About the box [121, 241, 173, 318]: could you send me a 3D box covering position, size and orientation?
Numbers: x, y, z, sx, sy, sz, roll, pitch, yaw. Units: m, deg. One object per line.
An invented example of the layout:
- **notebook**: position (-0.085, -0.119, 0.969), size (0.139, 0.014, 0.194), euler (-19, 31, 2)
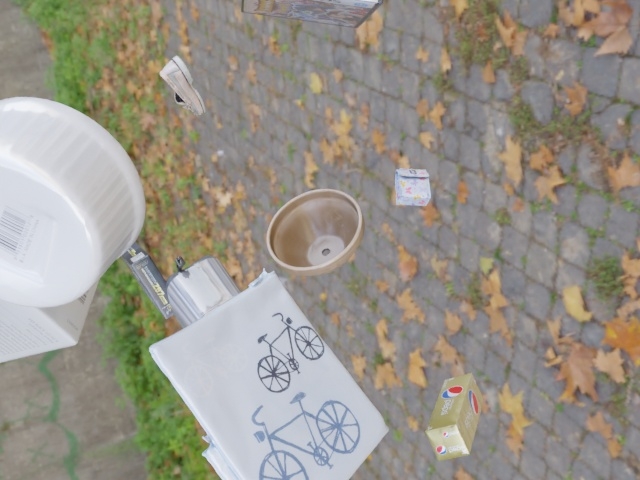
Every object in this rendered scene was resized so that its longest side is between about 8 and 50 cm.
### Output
- **box**: position (-0.472, 0.101, 2.075), size (0.183, 0.059, 0.233), euler (63, 164, -22)

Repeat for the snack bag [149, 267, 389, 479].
- **snack bag**: position (-0.069, 0.234, 1.131), size (0.037, 0.323, 0.342), euler (-39, 86, 36)

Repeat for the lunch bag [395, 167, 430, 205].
- **lunch bag**: position (0.200, -0.122, 1.655), size (0.053, 0.071, 0.083), euler (105, 167, -60)

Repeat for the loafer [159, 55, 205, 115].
- **loafer**: position (-0.207, -0.224, 1.127), size (0.045, 0.039, 0.125), euler (49, 169, 24)

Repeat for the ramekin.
- **ramekin**: position (-0.392, -0.040, 1.028), size (0.135, 0.277, 0.277), euler (-75, -9, -54)

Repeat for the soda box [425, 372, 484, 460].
- **soda box**: position (0.237, 0.305, 1.323), size (0.058, 0.181, 0.061), euler (-21, 101, 24)

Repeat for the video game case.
- **video game case**: position (-0.026, -0.457, 1.443), size (0.275, 0.248, 0.035), euler (-136, 52, -81)

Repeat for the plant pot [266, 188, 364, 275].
- **plant pot**: position (0.000, 0.000, 1.802), size (0.237, 0.237, 0.110), euler (56, 177, 41)

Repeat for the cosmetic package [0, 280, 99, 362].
- **cosmetic package**: position (-0.761, 0.060, 1.732), size (0.329, 0.394, 0.327), euler (-86, -28, -42)

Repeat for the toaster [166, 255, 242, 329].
- **toaster**: position (-0.202, 0.136, 1.449), size (0.146, 0.129, 0.227), euler (45, 157, 36)
